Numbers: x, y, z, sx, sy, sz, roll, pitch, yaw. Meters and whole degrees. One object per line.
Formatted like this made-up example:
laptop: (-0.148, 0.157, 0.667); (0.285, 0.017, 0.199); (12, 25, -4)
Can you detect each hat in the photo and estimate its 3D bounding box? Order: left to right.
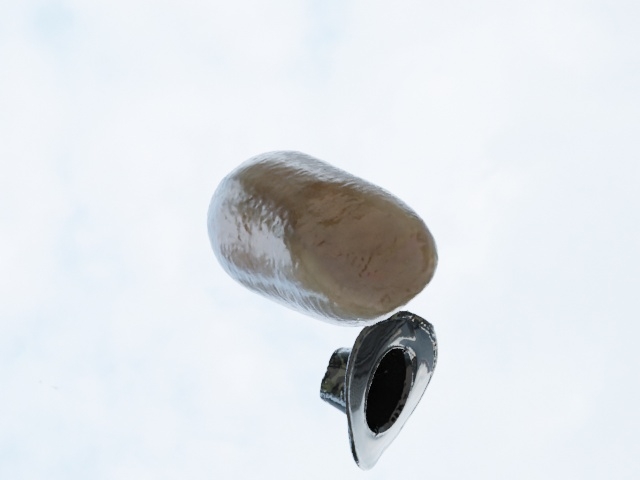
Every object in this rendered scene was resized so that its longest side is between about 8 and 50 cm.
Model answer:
hat: (0.032, 0.096, 0.996); (0.050, 0.121, 0.121); (17, -100, 29)

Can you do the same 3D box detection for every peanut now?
peanut: (0.000, 0.000, 0.726); (0.076, 0.152, 0.076); (-13, -68, -34)
